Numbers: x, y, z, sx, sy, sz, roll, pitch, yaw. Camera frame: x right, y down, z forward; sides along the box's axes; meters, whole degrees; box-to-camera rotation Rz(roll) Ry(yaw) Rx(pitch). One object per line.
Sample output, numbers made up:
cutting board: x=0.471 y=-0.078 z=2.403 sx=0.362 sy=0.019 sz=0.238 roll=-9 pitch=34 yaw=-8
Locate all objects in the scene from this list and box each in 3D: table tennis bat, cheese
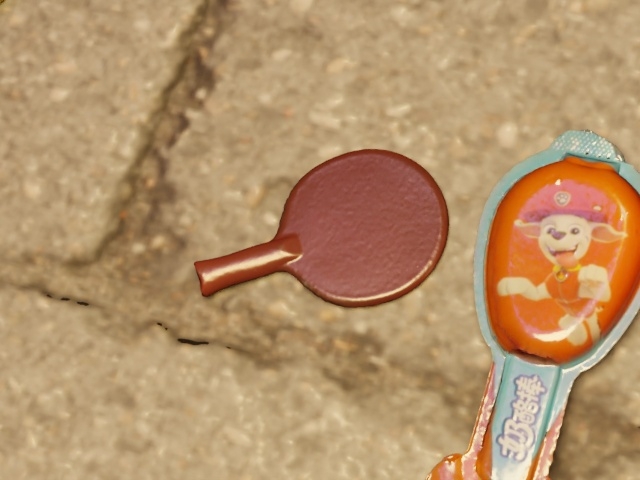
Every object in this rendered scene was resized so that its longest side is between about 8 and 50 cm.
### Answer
table tennis bat: x=0.000 y=0.000 z=1.163 sx=0.155 sy=0.019 sz=0.098 roll=-18 pitch=69 yaw=4
cheese: x=0.124 y=0.056 z=1.104 sx=0.106 sy=0.037 sz=0.256 roll=12 pitch=73 yaw=18

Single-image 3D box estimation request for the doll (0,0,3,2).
doll: x=-0.259 y=-0.240 z=1.269 sx=0.188 sy=0.096 sz=0.145 roll=17 pitch=83 yaw=8
